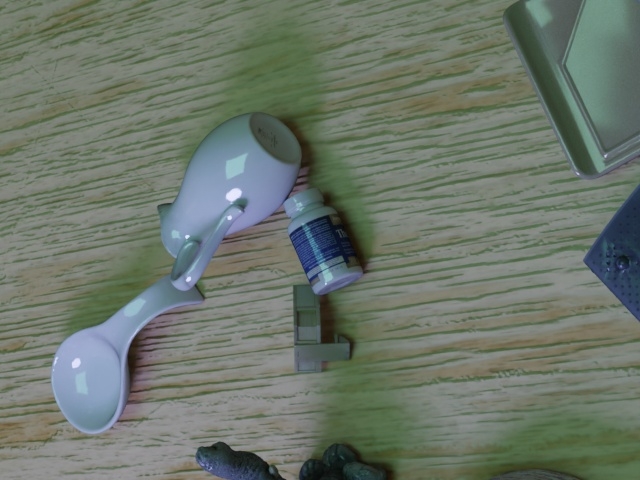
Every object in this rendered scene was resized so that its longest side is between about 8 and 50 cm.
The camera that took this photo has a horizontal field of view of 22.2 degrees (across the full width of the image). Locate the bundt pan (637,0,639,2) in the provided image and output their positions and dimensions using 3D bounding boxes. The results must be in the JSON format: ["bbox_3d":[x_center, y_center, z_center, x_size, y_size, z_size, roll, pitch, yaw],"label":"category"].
[{"bbox_3d":[0.427,-0.370,1.627,0.331,0.124,0.330,1,92,26],"label":"bundt pan"}]

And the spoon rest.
[{"bbox_3d":[-0.272,0.147,2.174,0.276,0.084,0.137,-47,68,26],"label":"spoon rest"}]

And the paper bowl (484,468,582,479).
[{"bbox_3d":[0.223,0.405,1.817,0.284,0.148,0.284,3,96,33],"label":"paper bowl"}]

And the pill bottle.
[{"bbox_3d":[0.000,0.000,1.989,0.067,0.067,0.120,-31,76,32],"label":"pill bottle"}]

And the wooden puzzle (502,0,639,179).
[{"bbox_3d":[0.341,-0.212,1.764,0.239,0.044,0.221,-29,77,26],"label":"wooden puzzle"}]

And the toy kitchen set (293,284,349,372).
[{"bbox_3d":[0.001,0.110,2.023,0.068,0.075,0.083,-1,133,-1],"label":"toy kitchen set"}]

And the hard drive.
[{"bbox_3d":[0.412,-0.014,1.714,0.172,0.054,0.254,49,120,21],"label":"hard drive"}]

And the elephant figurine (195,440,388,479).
[{"bbox_3d":[-0.035,0.335,1.929,0.186,0.239,0.169,30,109,29],"label":"elephant figurine"}]

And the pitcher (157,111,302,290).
[{"bbox_3d":[-0.117,-0.046,2.012,0.207,0.125,0.177,-44,30,30],"label":"pitcher"}]
